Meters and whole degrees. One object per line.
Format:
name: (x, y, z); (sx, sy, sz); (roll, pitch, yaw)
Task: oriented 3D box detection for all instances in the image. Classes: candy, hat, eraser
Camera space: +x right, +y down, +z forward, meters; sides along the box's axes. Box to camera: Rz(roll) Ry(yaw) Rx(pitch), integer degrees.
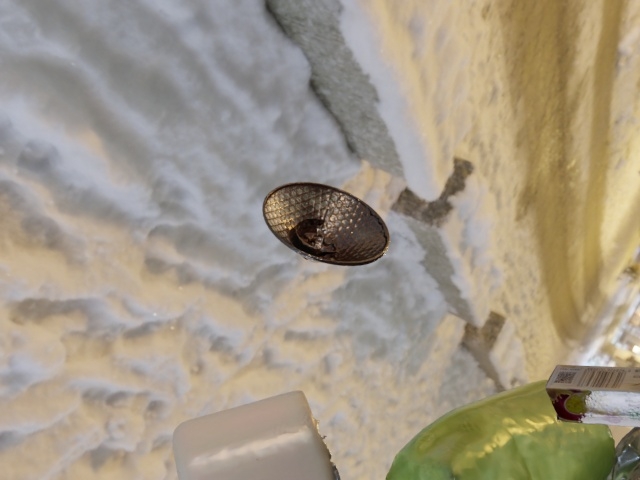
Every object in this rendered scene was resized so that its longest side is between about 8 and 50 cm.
candy: (0.208, 0.245, 0.753); (0.344, 0.132, 0.142); (-4, 103, -49)
hat: (0.000, 0.000, 1.016); (0.193, 0.193, 0.082); (-34, 150, -49)
eraser: (-0.035, 0.347, 0.703); (0.150, 0.331, 0.331); (-16, 142, -9)

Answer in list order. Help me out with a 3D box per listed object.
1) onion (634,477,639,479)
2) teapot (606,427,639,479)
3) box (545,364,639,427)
onion: (0.321, 0.303, 0.555); (0.163, 0.230, 0.230); (-46, 163, 22)
teapot: (0.531, 0.360, 0.838); (0.200, 0.271, 0.337); (-58, -164, 0)
box: (0.303, 0.139, 0.602); (0.041, 0.207, 0.049); (-45, 115, -40)
